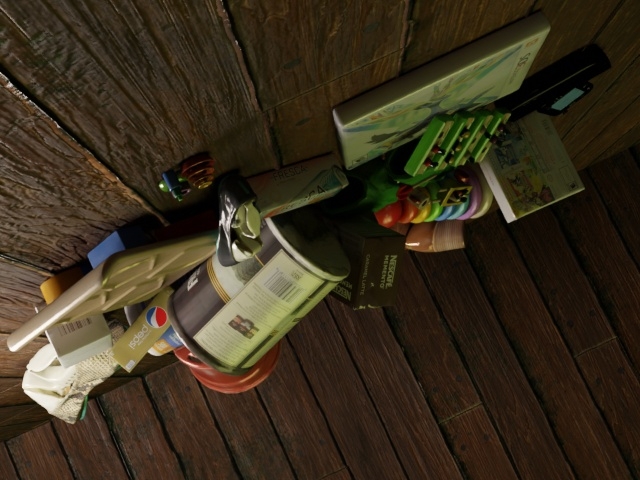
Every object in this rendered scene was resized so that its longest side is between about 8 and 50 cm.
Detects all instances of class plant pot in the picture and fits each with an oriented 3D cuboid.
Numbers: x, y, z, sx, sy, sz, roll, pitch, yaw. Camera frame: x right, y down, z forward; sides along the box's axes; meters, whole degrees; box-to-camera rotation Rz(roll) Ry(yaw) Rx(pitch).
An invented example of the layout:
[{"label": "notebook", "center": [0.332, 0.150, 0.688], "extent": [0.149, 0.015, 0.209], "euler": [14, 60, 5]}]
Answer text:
[{"label": "plant pot", "center": [-0.256, 0.244, 2.413], "extent": [0.272, 0.272, 0.265], "euler": [-26, 164, 2]}]

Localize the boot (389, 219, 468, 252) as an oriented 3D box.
[{"label": "boot", "center": [0.268, -0.071, 2.390], "extent": [0.220, 0.283, 0.109], "euler": [-2, 135, 18]}]

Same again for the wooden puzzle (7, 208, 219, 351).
[{"label": "wooden puzzle", "center": [-0.316, 0.045, 1.548], "extent": [0.322, 0.080, 0.348], "euler": [-32, 175, 39]}]

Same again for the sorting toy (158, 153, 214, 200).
[{"label": "sorting toy", "center": [-0.179, -0.077, 1.269], "extent": [0.061, 0.042, 0.102], "euler": [-18, 169, -43]}]

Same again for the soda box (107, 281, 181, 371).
[{"label": "soda box", "center": [-0.322, 0.161, 1.793], "extent": [0.181, 0.058, 0.061], "euler": [-48, -177, 6]}]

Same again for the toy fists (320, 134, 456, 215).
[{"label": "toy fists", "center": [0.131, -0.124, 1.744], "extent": [0.279, 0.096, 0.142], "euler": [-28, 164, 27]}]

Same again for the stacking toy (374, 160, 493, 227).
[{"label": "stacking toy", "center": [0.238, -0.093, 2.161], "extent": [0.330, 0.141, 0.141], "euler": [-14, 167, -35]}]

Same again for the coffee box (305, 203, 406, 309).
[{"label": "coffee box", "center": [0.044, 0.026, 1.797], "extent": [0.098, 0.141, 0.246], "euler": [-2, -162, -33]}]

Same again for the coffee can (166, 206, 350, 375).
[{"label": "coffee can", "center": [-0.111, 0.079, 1.683], "extent": [0.275, 0.201, 0.201], "euler": [-44, 166, 19]}]

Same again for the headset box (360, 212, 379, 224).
[{"label": "headset box", "center": [0.000, 0.000, 2.063], "extent": [0.218, 0.110, 0.293], "euler": [-23, 172, -12]}]

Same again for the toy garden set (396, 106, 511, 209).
[{"label": "toy garden set", "center": [0.227, -0.126, 1.616], "extent": [0.244, 0.049, 0.204], "euler": [-16, 142, -51]}]

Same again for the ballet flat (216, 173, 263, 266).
[{"label": "ballet flat", "center": [-0.123, -0.014, 1.458], "extent": [0.074, 0.074, 0.203], "euler": [-22, 144, -23]}]

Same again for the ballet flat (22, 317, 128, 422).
[{"label": "ballet flat", "center": [-0.589, 0.301, 2.179], "extent": [0.182, 0.164, 0.483], "euler": [4, 152, -28]}]

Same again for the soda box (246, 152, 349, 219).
[{"label": "soda box", "center": [-0.047, -0.086, 1.536], "extent": [0.183, 0.063, 0.058], "euler": [-20, 171, -33]}]

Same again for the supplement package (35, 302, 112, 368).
[{"label": "supplement package", "center": [-0.453, 0.163, 1.748], "extent": [0.105, 0.105, 0.179], "euler": [-25, 172, -17]}]

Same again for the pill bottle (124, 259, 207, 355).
[{"label": "pill bottle", "center": [-0.242, 0.111, 1.892], "extent": [0.272, 0.152, 0.152], "euler": [-26, 172, 8]}]

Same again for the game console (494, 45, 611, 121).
[{"label": "game console", "center": [0.479, -0.297, 1.856], "extent": [0.213, 0.044, 0.361], "euler": [-29, 172, 24]}]

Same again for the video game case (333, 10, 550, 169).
[{"label": "video game case", "center": [0.178, -0.220, 1.458], "extent": [0.329, 0.036, 0.300], "euler": [-25, 172, 0]}]

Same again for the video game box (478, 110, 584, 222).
[{"label": "video game box", "center": [0.439, -0.163, 2.012], "extent": [0.187, 0.205, 0.048], "euler": [-22, 173, -21]}]
